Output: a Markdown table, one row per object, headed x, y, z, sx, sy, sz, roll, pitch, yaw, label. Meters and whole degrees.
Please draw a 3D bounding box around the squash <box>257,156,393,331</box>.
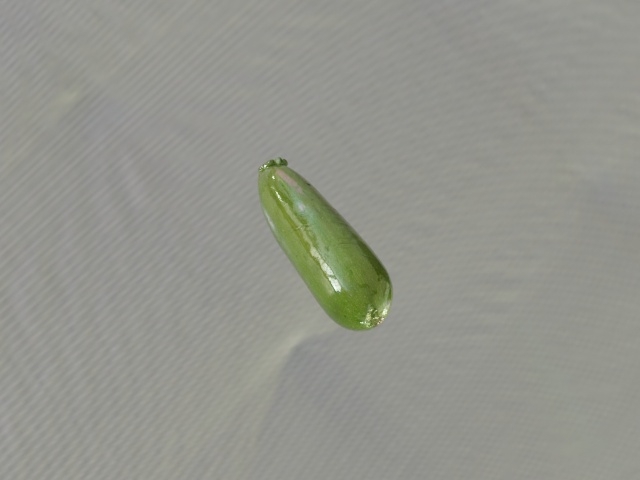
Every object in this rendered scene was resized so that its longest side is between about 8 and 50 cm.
| x | y | z | sx | sy | sz | roll | pitch | yaw | label |
| --- | --- | --- | --- | --- | --- | --- | --- | --- | --- |
| 0.000 | 0.000 | 1.558 | 0.066 | 0.066 | 0.201 | -3 | -135 | -37 | squash |
